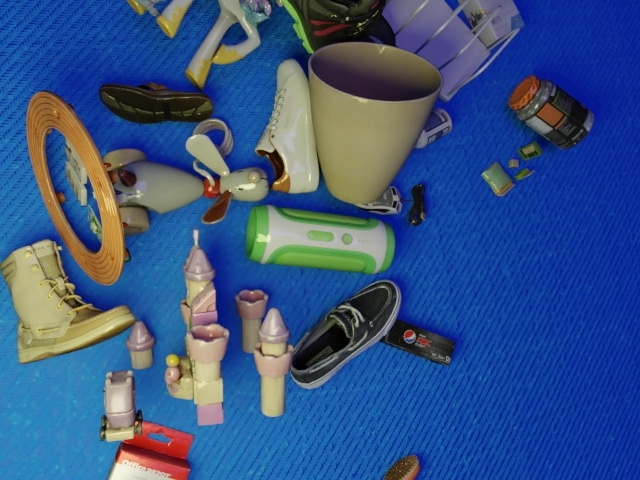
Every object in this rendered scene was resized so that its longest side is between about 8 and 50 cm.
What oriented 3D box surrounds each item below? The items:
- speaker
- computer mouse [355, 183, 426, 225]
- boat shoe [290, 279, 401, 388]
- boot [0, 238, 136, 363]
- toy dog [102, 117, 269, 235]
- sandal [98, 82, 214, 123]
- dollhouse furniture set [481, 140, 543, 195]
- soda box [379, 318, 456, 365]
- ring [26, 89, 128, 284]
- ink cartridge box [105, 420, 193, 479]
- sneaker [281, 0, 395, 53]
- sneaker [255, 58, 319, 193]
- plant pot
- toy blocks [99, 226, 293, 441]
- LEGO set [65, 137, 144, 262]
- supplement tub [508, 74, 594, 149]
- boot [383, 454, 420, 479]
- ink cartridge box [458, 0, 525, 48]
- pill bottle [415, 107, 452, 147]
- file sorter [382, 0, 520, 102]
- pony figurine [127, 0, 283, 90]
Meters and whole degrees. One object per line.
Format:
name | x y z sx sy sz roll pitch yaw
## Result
speaker | 0.000 0.000 1.186 0.296 0.131 0.131 7 81 -18
computer mouse | 0.149 -0.092 1.291 0.193 0.042 0.106 8 69 -16
boat shoe | 0.054 0.178 1.179 0.301 0.102 0.108 -38 60 -15
boot | -0.448 0.092 0.988 0.095 0.262 0.203 -7 80 -62
toy dog | -0.265 -0.118 1.088 0.333 0.161 0.220 -29 88 -19
sandal | -0.326 -0.285 1.140 0.219 0.090 0.060 -2 55 -10
dollhouse furniture set | 0.479 -0.180 1.403 0.151 0.058 0.076 -39 95 -19
soda box | 0.213 0.224 1.266 0.169 0.053 0.060 23 75 -15
ring | -0.410 -0.085 0.962 0.032 0.336 0.337 -26 92 -38
ink cartridge box | -0.329 0.463 1.044 0.134 0.078 0.231 22 76 -15
sneaker | 0.052 -0.470 1.130 0.202 0.483 0.185 19 89 29
sneaker | -0.080 -0.244 1.201 0.123 0.106 0.290 -6 86 -21
plant pot | 0.088 -0.219 1.150 0.256 0.274 0.256 5 41 -5
toy blocks | -0.220 0.140 0.983 0.309 0.288 0.260 -4 109 -16
LEGO set | -0.384 -0.084 1.007 0.060 0.182 0.244 -21 67 -33
supplement tub | 0.575 -0.323 1.423 0.190 0.117 0.117 31 75 -12
boot | 0.172 0.538 1.215 0.084 0.059 0.158 42 81 -12
ink cartridge box | 0.423 -0.592 1.436 0.104 0.061 0.181 -30 93 -20
pill bottle | 0.243 -0.257 1.331 0.120 0.067 0.067 -30 93 -20
file sorter | 0.294 -0.508 1.325 0.277 0.173 0.193 44 73 -9
pony figurine | -0.198 -0.542 1.138 0.363 0.303 0.351 -45 118 -12
